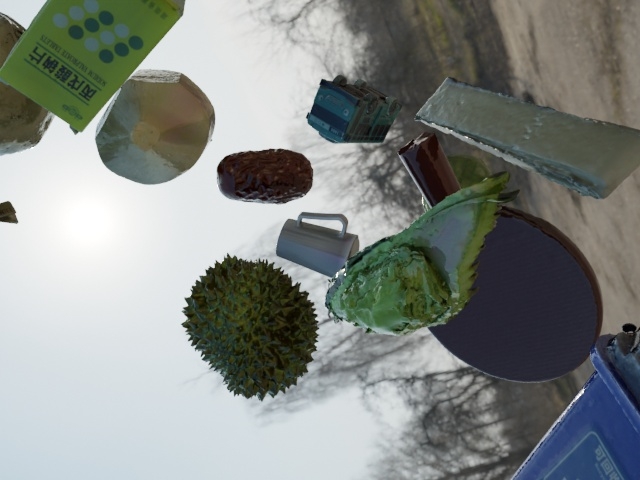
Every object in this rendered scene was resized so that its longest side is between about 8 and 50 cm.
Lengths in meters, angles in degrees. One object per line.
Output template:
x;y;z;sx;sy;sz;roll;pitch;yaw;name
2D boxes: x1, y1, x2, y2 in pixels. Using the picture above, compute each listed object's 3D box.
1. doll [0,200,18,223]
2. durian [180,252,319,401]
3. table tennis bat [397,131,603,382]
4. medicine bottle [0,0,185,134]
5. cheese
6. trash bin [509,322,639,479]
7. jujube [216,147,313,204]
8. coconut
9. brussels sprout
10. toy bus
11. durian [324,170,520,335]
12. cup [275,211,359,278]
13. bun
-0.693;-0.018;1.335;0.115;0.221;0.105;34;155;42;doll
-0.103;0.140;1.129;0.200;0.177;0.237;-40;-69;-33;durian
0.230;0.037;0.989;0.414;0.268;0.051;58;-141;-15;table tennis bat
-0.306;-0.290;0.960;0.137;0.250;0.141;35;-153;-30;medicine bottle
0.235;-0.137;0.863;0.034;0.085;0.400;39;-178;-28;cheese
0.258;0.190;0.542;0.184;0.234;0.162;8;-141;-26;trash bin
-0.102;-0.115;1.285;0.112;0.176;0.109;112;147;-49;jujube
-0.313;-0.212;1.344;0.197;0.237;0.237;39;-159;-17;coconut
0.262;-0.088;1.324;0.117;0.155;0.155;2;122;53;brussels sprout
0.051;-0.194;1.074;0.079;0.091;0.160;33;-159;21;toy bus
0.093;0.049;0.791;0.132;0.375;0.106;-5;-114;-34;durian
0.000;0.000;1.042;0.074;0.116;0.104;-58;-16;-53;cup
-0.652;-0.294;1.276;0.362;0.234;0.326;-5;-138;-36;bun
